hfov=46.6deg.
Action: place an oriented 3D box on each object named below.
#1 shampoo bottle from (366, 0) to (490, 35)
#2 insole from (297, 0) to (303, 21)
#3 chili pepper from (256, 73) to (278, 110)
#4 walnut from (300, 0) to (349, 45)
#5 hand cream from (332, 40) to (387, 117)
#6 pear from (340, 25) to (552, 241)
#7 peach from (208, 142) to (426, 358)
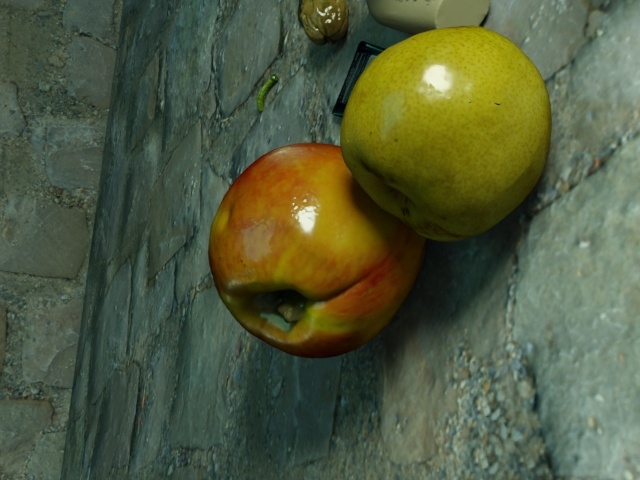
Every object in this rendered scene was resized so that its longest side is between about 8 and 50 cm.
[{"bbox_3d":[0.123,-0.329,0.963,0.127,0.078,0.257,-56,35,16],"label":"shampoo bottle"},{"bbox_3d":[0.010,-0.541,1.329,0.110,0.012,0.309,33,108,62],"label":"insole"},{"bbox_3d":[-0.103,-0.285,1.419,0.083,0.017,0.030,-53,38,36],"label":"chili pepper"},{"bbox_3d":[0.007,-0.360,1.193,0.079,0.082,0.096,-18,64,22],"label":"walnut"},{"bbox_3d":[0.078,-0.213,1.029,0.120,0.061,0.270,-69,24,11],"label":"hand cream"},{"bbox_3d":[0.129,-0.112,0.738,0.209,0.209,0.208,-33,51,52],"label":"pear"},{"bbox_3d":[0.000,0.000,0.894,0.281,0.281,0.238,44,160,58],"label":"peach"}]
